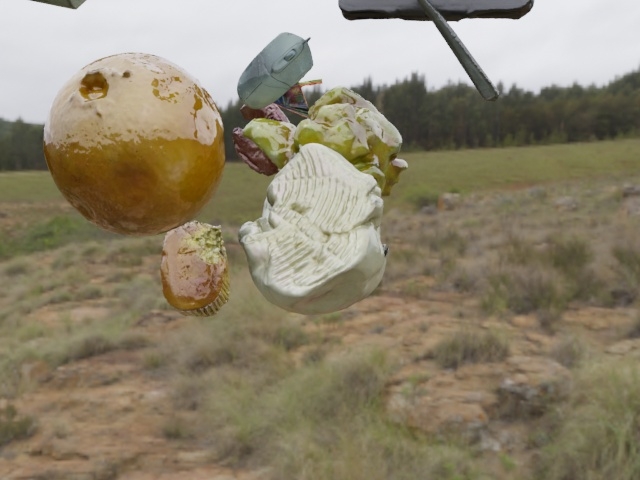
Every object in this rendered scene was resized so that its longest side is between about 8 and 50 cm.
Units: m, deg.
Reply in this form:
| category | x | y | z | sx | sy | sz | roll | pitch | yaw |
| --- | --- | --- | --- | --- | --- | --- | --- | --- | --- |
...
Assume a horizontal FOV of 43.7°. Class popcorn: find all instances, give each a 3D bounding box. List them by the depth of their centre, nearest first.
| category | x | y | z | sx | sy | sz | roll | pitch | yaw |
| --- | --- | --- | --- | --- | --- | --- | --- | --- | --- |
| popcorn | 0.028 | -0.203 | 1.796 | 0.290 | 0.321 | 0.326 | -36 | 10 | 4 |

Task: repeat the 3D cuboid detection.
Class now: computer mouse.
| category | x | y | z | sx | sy | sz | roll | pitch | yaw |
| --- | --- | --- | --- | --- | --- | --- | --- | --- | --- |
| computer mouse | -0.108 | -0.398 | 1.883 | 0.113 | 0.229 | 0.068 | 46 | 18 | -8 |

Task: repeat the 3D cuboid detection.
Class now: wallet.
| category | x | y | z | sx | sy | sz | roll | pitch | yaw |
| --- | --- | --- | --- | --- | --- | --- | --- | --- | --- |
| wallet | 0.215 | -0.500 | 1.472 | 0.377 | 0.197 | 0.051 | 4 | -5 | 18 |

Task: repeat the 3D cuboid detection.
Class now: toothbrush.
| category | x | y | z | sx | sy | sz | roll | pitch | yaw |
| --- | --- | --- | --- | --- | --- | --- | --- | --- | --- |
| toothbrush | 0.225 | -0.365 | 1.402 | 0.030 | 0.297 | 0.030 | -22 | 21 | 50 |

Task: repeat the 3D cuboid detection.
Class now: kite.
| category | x | y | z | sx | sy | sz | roll | pitch | yaw |
| --- | --- | --- | --- | --- | --- | --- | --- | --- | --- |
| kite | -0.070 | -0.383 | 2.005 | 0.159 | 0.190 | 0.010 | -22 | 0 | -9 |

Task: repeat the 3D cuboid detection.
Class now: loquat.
| category | x | y | z | sx | sy | sz | roll | pitch | yaw |
| --- | --- | --- | --- | --- | --- | --- | --- | --- | --- |
| loquat | -0.325 | -0.168 | 1.420 | 0.328 | 0.329 | 0.328 | 4 | 3 | 0 |

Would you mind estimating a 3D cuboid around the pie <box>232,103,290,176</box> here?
| category | x | y | z | sx | sy | sz | roll | pitch | yaw |
| --- | --- | --- | --- | --- | --- | --- | --- | --- | --- |
| pie | -0.156 | -0.277 | 2.151 | 0.204 | 0.219 | 0.054 | 34 | 41 | 28 |

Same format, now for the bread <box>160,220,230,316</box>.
| category | x | y | z | sx | sy | sz | roll | pitch | yaw |
| --- | --- | --- | --- | --- | --- | --- | --- | --- | --- |
| bread | -0.325 | 0.074 | 2.070 | 0.178 | 0.250 | 0.133 | -3 | -20 | 5 |

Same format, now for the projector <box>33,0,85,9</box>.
| category | x | y | z | sx | sy | sz | roll | pitch | yaw |
| --- | --- | --- | --- | --- | --- | --- | --- | --- | --- |
| projector | -0.642 | -0.674 | 1.923 | 0.242 | 0.177 | 0.163 | 21 | -32 | 28 |

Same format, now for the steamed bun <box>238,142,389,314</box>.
| category | x | y | z | sx | sy | sz | roll | pitch | yaw |
| --- | --- | --- | --- | --- | --- | --- | --- | --- | --- |
| steamed bun | 0.000 | 0.000 | 1.465 | 0.275 | 0.320 | 0.206 | 21 | -22 | 24 |
